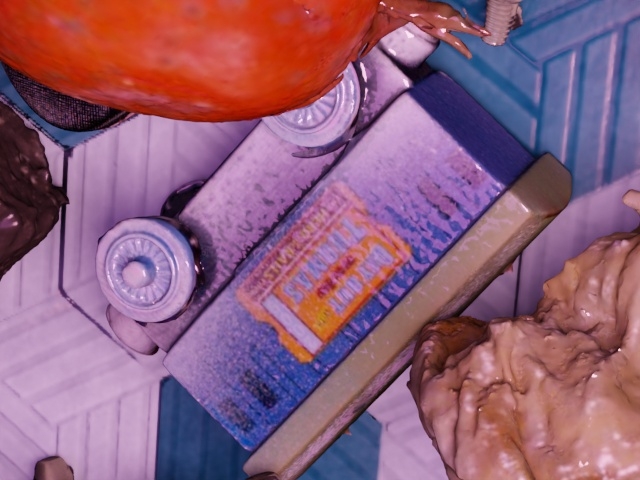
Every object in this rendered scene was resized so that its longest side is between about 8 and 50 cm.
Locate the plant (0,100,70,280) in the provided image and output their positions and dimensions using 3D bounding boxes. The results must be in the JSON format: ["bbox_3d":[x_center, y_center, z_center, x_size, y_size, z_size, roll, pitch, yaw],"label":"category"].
[{"bbox_3d":[-0.281,-0.004,1.337,0.203,0.131,0.142,-26,92,15],"label":"plant"}]

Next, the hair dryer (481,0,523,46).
[{"bbox_3d":[0.084,-0.255,1.136,0.219,0.088,0.225,31,113,-13],"label":"hair dryer"}]

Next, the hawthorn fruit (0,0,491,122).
[{"bbox_3d":[-0.047,-0.179,1.061,0.307,0.276,0.276,33,113,-7],"label":"hawthorn fruit"}]

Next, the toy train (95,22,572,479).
[{"bbox_3d":[0.000,0.000,1.226,0.202,0.131,0.300,45,114,5],"label":"toy train"}]

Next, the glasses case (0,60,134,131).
[{"bbox_3d":[-0.074,-0.185,1.239,0.321,0.082,0.122,-31,88,22],"label":"glasses case"}]

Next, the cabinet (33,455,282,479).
[{"bbox_3d":[-0.150,0.324,1.257,0.290,0.227,0.318,-5,99,52],"label":"cabinet"}]

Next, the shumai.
[{"bbox_3d":[0.213,0.116,1.097,0.262,0.314,0.267,-33,106,9],"label":"shumai"}]
